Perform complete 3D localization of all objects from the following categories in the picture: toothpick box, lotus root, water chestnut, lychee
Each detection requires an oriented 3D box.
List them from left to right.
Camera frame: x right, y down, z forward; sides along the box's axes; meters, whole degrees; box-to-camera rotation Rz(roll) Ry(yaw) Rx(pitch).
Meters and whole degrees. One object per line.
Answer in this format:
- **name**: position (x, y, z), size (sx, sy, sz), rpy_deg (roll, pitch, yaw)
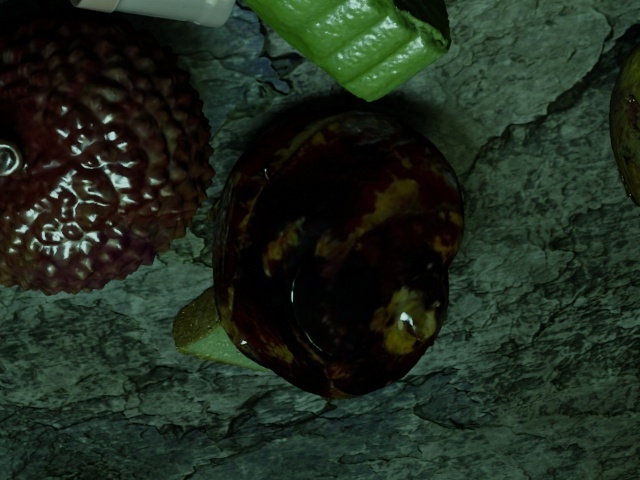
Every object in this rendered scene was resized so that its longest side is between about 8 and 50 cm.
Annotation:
- **lychee**: position (-0.252, -0.088, 1.647), size (0.306, 0.306, 0.330), rpy_deg (-26, 168, 21)
- **toothpick box**: position (-0.164, -0.267, 1.595), size (0.149, 0.098, 0.098), rpy_deg (6, 142, -23)
- **water chestnut**: position (0.000, 0.000, 1.897), size (0.335, 0.347, 0.335), rpy_deg (-13, 113, -34)
- **lotus root**: position (0.439, -0.120, 1.895), size (0.196, 0.179, 0.397), rpy_deg (-3, 150, 14)

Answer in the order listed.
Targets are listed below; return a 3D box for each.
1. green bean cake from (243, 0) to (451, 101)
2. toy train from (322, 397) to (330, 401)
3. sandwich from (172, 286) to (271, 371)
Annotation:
- **green bean cake**: position (0.005, -0.274, 1.526), size (0.125, 0.222, 0.248), rpy_deg (-34, 136, 32)
- **toy train**: position (0.044, 0.152, 2.210), size (0.125, 0.081, 0.194), rpy_deg (-46, 164, 8)
- **sandwich**: position (-0.072, 0.091, 2.162), size (0.186, 0.065, 0.215), rpy_deg (18, 137, -35)
